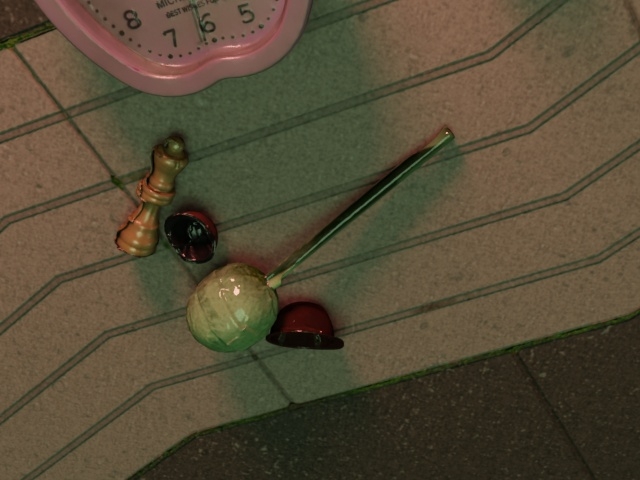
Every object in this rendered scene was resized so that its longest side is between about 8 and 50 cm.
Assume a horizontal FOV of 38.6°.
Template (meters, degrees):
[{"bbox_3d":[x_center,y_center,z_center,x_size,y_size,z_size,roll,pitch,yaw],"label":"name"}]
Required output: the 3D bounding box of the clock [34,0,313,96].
[{"bbox_3d":[-0.160,-0.329,0.989,0.339,0.102,0.338,3,124,4],"label":"clock"}]

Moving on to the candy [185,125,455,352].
[{"bbox_3d":[0.000,0.000,1.197,0.440,0.119,0.119,-38,112,14],"label":"candy"}]

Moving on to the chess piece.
[{"bbox_3d":[-0.216,-0.061,1.188,0.060,0.060,0.172,21,117,-10],"label":"chess piece"}]

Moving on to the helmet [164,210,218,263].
[{"bbox_3d":[-0.168,-0.015,1.216,0.065,0.049,0.084,-8,123,21],"label":"helmet"}]

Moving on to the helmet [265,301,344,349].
[{"bbox_3d":[-0.020,0.116,1.282,0.111,0.057,0.089,6,156,-7],"label":"helmet"}]
